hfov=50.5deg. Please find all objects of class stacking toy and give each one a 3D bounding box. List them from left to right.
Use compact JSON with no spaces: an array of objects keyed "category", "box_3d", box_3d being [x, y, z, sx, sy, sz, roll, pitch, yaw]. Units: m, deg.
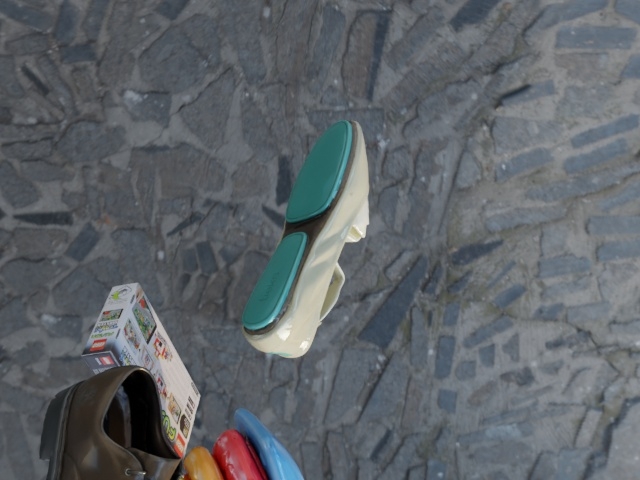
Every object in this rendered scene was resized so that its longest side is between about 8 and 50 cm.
[{"category":"stacking toy","box_3d":[-0.168,0.320,0.730,0.302,0.166,0.175,-19,96,-19]}]

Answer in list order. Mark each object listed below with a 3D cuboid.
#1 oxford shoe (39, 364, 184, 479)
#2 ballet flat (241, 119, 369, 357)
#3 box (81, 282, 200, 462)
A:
[{"category":"oxford shoe","box_3d":[-0.140,0.186,0.460,0.096,0.227,0.083,-30,144,22]},{"category":"ballet flat","box_3d":[0.000,0.000,0.656,0.086,0.086,0.248,29,68,-12]},{"category":"box","box_3d":[-0.207,0.165,0.817,0.036,0.114,0.206,-10,125,12]}]
